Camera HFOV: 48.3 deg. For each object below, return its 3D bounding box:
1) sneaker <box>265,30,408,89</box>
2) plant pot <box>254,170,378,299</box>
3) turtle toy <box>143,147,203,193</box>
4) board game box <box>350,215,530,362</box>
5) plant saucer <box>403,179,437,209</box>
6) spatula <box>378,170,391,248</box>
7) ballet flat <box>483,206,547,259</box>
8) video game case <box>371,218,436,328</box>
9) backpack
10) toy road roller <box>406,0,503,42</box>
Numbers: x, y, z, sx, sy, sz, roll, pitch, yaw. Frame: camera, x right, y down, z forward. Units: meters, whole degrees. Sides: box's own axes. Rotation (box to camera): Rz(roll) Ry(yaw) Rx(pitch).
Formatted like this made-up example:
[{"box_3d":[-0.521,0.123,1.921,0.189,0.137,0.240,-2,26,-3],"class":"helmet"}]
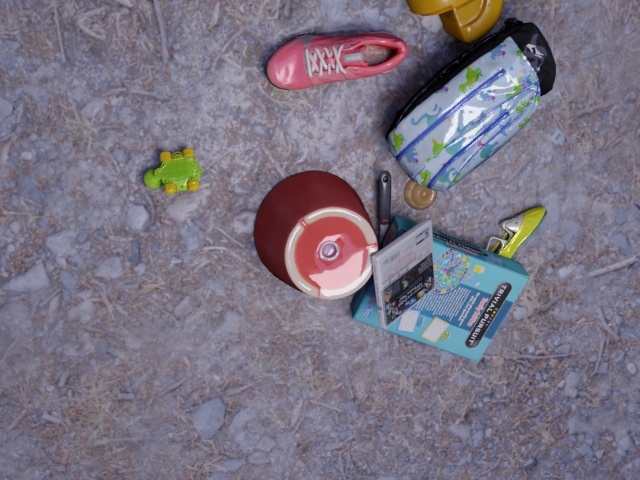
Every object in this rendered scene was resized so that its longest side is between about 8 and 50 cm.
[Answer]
[{"box_3d":[0.038,-0.392,1.508,0.313,0.136,0.116,-12,104,-8],"class":"sneaker"},{"box_3d":[0.000,0.000,1.538,0.274,0.243,0.275,-2,103,-10],"class":"plant pot"},{"box_3d":[-0.316,-0.142,1.532,0.130,0.066,0.095,-8,81,-7],"class":"turtle toy"},{"box_3d":[0.274,0.118,1.668,0.335,0.079,0.254,20,113,-12],"class":"board game box"},{"box_3d":[0.238,-0.112,1.677,0.083,0.015,0.084,-3,103,-11],"class":"plant saucer"},{"box_3d":[0.146,-0.020,1.659,0.084,0.030,0.297,-4,116,-10],"class":"spatula"},{"box_3d":[0.451,-0.002,1.718,0.077,0.077,0.231,35,96,-7],"class":"ballet flat"},{"box_3d":[0.180,0.069,1.513,0.190,0.022,0.173,-32,125,-38],"class":"video game case"},{"box_3d":[0.307,-0.270,1.520,0.355,0.290,0.274,-25,95,2],"class":"backpack"},{"box_3d":[0.333,-0.572,1.500,0.329,0.202,0.241,-28,119,1],"class":"toy road roller"}]
